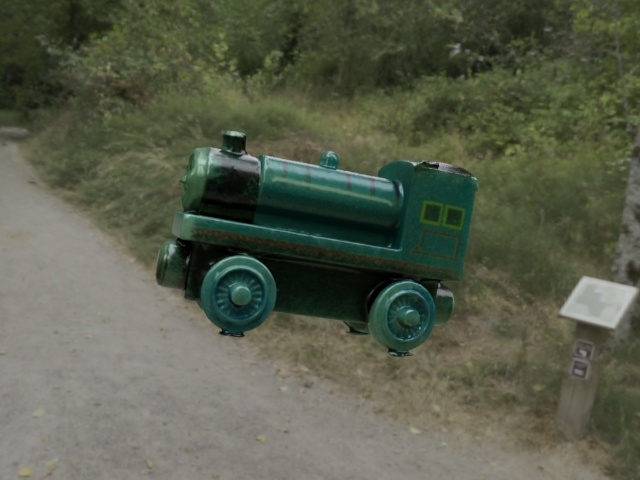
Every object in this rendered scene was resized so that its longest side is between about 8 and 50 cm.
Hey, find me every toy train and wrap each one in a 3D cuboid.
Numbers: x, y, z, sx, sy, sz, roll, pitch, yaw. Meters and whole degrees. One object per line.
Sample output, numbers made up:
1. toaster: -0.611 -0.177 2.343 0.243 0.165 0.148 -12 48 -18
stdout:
1. toy train: 0.000 0.000 0.624 0.299 0.194 0.120 9 2 -18
